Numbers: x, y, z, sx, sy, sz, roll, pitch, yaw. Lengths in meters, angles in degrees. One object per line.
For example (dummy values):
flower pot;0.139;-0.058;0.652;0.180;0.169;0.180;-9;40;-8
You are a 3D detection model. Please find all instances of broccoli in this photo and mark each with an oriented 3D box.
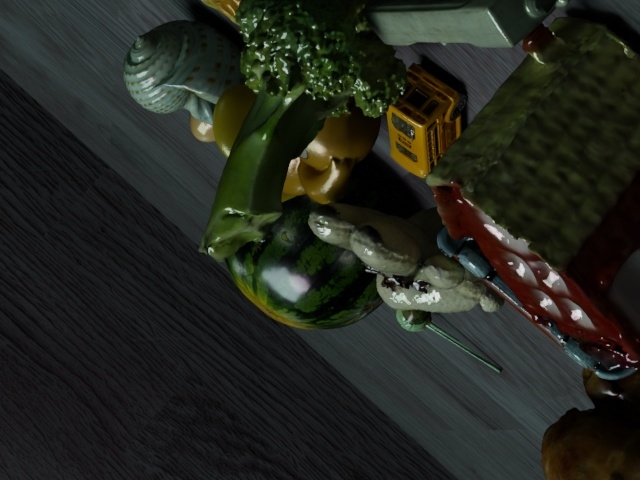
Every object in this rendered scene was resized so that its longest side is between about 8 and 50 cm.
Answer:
broccoli;-0.003;-0.154;1.360;0.186;0.302;0.254;9;142;-10

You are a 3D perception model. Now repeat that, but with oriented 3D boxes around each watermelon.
watermelon;-0.004;0.003;1.904;0.269;0.269;0.269;39;168;10

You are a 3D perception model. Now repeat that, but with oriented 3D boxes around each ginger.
ginger;0.445;0.306;1.614;0.418;0.254;0.176;34;161;11

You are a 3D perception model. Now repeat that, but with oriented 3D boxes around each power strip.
power strip;0.118;-0.207;1.196;0.048;0.080;0.286;52;167;-20

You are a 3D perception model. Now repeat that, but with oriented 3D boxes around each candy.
candy;0.214;0.160;2.267;0.202;0.061;0.061;33;167;3

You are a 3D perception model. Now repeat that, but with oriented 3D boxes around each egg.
egg;-0.156;-0.191;2.051;0.080;0.096;0.080;42;173;6

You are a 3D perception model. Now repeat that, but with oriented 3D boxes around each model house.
model house;0.212;-0.050;1.155;0.254;0.196;0.160;46;169;-26

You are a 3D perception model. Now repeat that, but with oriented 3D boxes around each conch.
conch;-0.170;-0.232;1.879;0.172;0.131;0.200;-5;167;39

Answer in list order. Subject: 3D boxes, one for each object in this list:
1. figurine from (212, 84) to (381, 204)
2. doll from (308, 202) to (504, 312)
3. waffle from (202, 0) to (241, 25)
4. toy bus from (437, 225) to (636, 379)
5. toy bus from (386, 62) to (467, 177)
figurine;-0.018;-0.137;1.686;0.215;0.215;0.228;39;-178;10
doll;0.094;0.021;1.667;0.278;0.149;0.175;18;-141;-49
waffle;-0.108;-0.312;1.580;0.261;0.056;0.250;34;166;25
toy bus;0.261;0.043;1.549;0.265;0.121;0.120;40;176;5
toy bus;0.114;-0.122;1.503;0.069;0.074;0.162;36;166;19
